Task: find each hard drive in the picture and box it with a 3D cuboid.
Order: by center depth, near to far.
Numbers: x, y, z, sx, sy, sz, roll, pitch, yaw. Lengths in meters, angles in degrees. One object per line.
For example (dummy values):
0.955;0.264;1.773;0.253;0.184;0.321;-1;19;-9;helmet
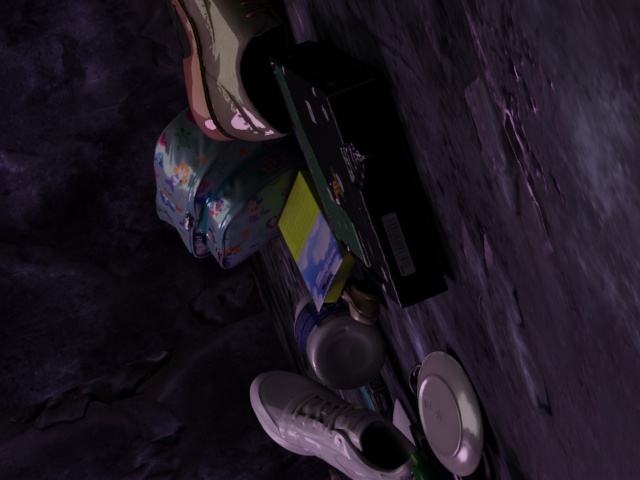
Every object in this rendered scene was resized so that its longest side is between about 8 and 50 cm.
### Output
0.036;-0.082;1.780;0.339;0.064;0.237;-135;24;-73;hard drive

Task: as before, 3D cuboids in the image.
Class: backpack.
-0.123;-0.101;2.380;0.191;0.225;0.253;43;156;29;backpack

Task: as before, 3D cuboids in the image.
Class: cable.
0.156;0.227;1.943;0.150;0.047;0.184;77;168;-82;cable

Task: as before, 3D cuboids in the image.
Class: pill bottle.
0.022;0.137;2.437;0.187;0.112;0.112;-130;19;-69;pill bottle

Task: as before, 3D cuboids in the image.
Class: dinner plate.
0.138;0.193;1.842;0.141;0.017;0.141;170;90;-66;dinner plate

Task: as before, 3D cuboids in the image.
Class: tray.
0.150;0.367;2.513;0.270;0.030;0.145;75;172;-49;tray

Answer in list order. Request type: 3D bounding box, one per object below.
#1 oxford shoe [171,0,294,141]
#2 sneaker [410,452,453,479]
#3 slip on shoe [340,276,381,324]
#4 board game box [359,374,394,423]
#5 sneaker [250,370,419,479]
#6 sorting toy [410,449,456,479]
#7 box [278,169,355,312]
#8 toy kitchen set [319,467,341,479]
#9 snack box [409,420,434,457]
-0.107;-0.315;2.108;0.146;0.140;0.397;10;123;46;oxford shoe
0.160;0.338;2.091;0.072;0.077;0.178;-127;16;-72;sneaker
0.056;0.071;2.264;0.135;0.051;0.041;-105;35;-72;slip on shoe
0.079;0.231;2.670;0.186;0.026;0.126;-121;10;-55;board game box
0.032;0.256;2.322;0.305;0.114;0.152;32;149;22;sneaker
0.118;0.316;1.922;0.126;0.127;0.365;60;168;18;sorting toy
0.000;0.000;2.282;0.178;0.042;0.109;64;143;41;box
0.066;0.413;2.467;0.207;0.166;0.122;-138;27;-78;toy kitchen set
0.166;0.340;2.307;0.064;0.022;0.178;-131;20;-74;snack box
